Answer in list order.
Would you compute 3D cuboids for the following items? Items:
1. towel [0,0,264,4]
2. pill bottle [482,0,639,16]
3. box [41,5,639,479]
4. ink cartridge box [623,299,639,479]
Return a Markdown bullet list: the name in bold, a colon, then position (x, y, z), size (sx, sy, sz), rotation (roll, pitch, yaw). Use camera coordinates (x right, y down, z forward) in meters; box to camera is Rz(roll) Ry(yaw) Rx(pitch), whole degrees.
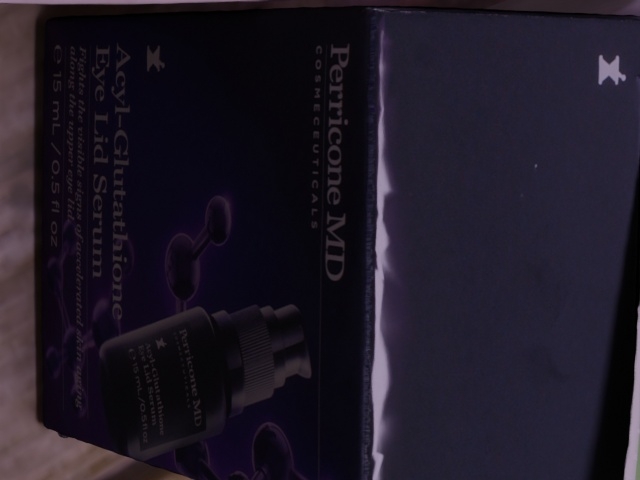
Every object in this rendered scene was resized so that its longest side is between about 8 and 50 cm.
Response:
- **towel**: position (-0.107, -0.224, 0.561), size (0.317, 0.053, 0.332), rotation (-5, 71, -32)
- **pill bottle**: position (0.114, 0.029, 0.756), size (0.136, 0.136, 0.246), rotation (-28, 108, -30)
- **box**: position (0.000, 0.000, 0.634), size (0.108, 0.207, 0.153), rotation (-2, 95, -34)
- **ink cartridge box**: position (0.161, 0.021, 0.667), size (0.235, 0.056, 0.171), rotation (14, 78, -42)
